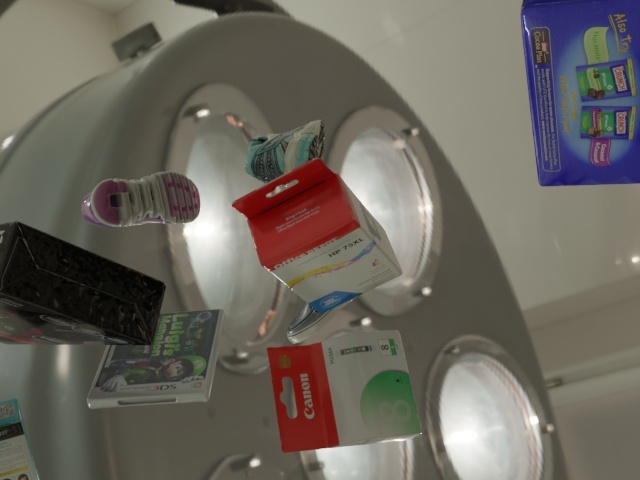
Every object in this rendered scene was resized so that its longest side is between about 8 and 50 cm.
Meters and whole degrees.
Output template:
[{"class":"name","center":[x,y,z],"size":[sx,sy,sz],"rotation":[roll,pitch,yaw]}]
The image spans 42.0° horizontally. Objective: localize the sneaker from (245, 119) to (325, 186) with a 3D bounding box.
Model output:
[{"class":"sneaker","center":[-0.057,-0.146,1.372],"size":[0.283,0.122,0.110],"rotation":[-61,-25,-81]}]

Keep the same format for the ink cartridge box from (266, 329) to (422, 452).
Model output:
[{"class":"ink cartridge box","center":[0.038,0.240,1.347],"size":[0.224,0.056,0.181],"rotation":[0,-118,-21]}]

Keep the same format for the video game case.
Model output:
[{"class":"video game case","center":[-0.238,0.171,1.234],"size":[0.190,0.173,0.022],"rotation":[-87,-9,-57]}]

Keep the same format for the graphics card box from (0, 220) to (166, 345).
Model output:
[{"class":"graphics card box","center":[-0.412,0.069,1.109],"size":[0.232,0.370,0.094],"rotation":[31,-118,-44]}]

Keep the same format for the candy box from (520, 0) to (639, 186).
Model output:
[{"class":"candy box","center":[0.407,-0.197,0.960],"size":[0.268,0.317,0.122],"rotation":[71,-151,-42]}]

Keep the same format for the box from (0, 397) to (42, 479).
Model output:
[{"class":"box","center":[-0.532,0.384,1.401],"size":[0.060,0.100,0.244],"rotation":[-128,30,-51]}]

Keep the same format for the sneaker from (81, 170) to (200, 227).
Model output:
[{"class":"sneaker","center":[-0.321,-0.066,1.472],"size":[0.236,0.104,0.095],"rotation":[-6,-96,-47]}]

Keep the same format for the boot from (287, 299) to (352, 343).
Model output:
[{"class":"boot","center":[-0.001,0.087,1.423],"size":[0.086,0.190,0.069],"rotation":[49,-179,-15]}]

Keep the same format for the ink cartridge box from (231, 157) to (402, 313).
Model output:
[{"class":"ink cartridge box","center":[0.000,0.000,1.076],"size":[0.231,0.134,0.078],"rotation":[43,-157,-55]}]
